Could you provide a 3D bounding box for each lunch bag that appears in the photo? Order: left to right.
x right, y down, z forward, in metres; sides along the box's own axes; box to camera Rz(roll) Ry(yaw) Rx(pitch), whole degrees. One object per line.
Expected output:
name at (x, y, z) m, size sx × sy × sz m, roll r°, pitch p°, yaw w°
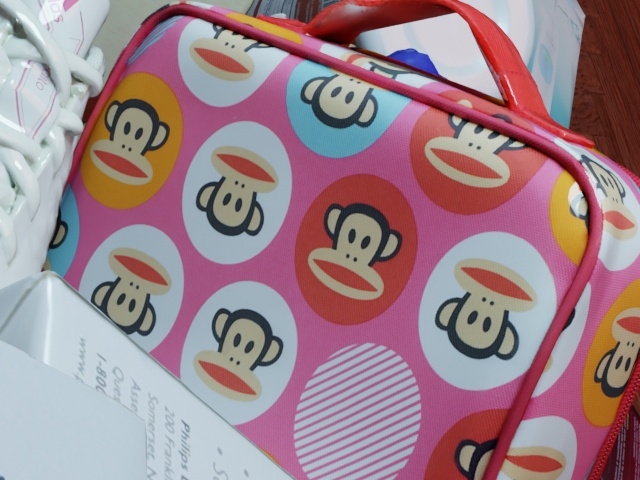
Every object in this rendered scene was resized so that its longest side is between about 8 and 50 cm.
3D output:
lunch bag at (0.007, 0.010, 0.809) m, size 0.120 × 0.293 × 0.258 m, roll 12°, pitch 103°, yaw -54°

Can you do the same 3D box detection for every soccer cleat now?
soccer cleat at (-0.151, -0.045, 0.737) m, size 0.116 × 0.143 × 0.331 m, roll 41°, pitch 28°, yaw -42°

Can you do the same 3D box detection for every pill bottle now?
pill bottle at (0.026, -0.121, 1.099) m, size 0.121 × 0.216 × 0.121 m, roll 2°, pitch 86°, yaw -28°

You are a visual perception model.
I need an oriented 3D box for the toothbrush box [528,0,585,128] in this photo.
toothbrush box at (0.102, -0.176, 1.414) m, size 0.216 × 0.126 × 0.295 m, roll 57°, pitch 26°, yaw -22°

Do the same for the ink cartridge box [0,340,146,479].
ink cartridge box at (-0.192, 0.119, 0.368) m, size 0.130 × 0.309 × 0.272 m, roll 39°, pitch 38°, yaw -47°

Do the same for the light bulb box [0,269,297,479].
light bulb box at (-0.075, 0.272, 0.580) m, size 0.361 × 0.225 × 0.358 m, roll 46°, pitch 32°, yaw -40°

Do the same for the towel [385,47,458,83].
towel at (0.056, 0.083, 0.953) m, size 0.076 × 0.228 × 0.308 m, roll 0°, pitch 59°, yaw -22°

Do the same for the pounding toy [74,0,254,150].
pounding toy at (-0.105, -0.148, 0.968) m, size 0.110 × 0.183 × 0.237 m, roll -124°, pitch -170°, yaw -84°

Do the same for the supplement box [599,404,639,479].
supplement box at (0.223, 0.194, 1.420) m, size 0.239 × 0.073 × 0.130 m, roll 54°, pitch 29°, yaw -25°
